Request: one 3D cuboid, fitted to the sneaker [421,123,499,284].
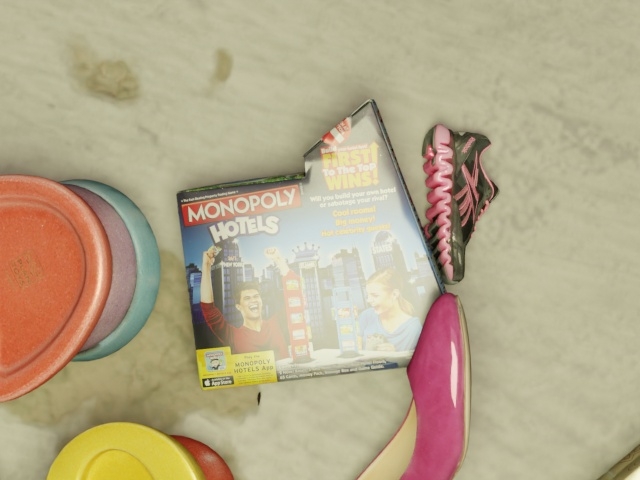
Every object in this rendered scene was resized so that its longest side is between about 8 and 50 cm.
[{"bbox_3d":[0.107,-0.027,1.459,0.057,0.047,0.119,1,85,-17],"label":"sneaker"}]

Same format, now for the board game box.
[{"bbox_3d":[0.000,0.000,1.422,0.194,0.060,0.194,-6,92,4],"label":"board game box"}]

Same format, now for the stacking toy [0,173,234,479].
[{"bbox_3d":[-0.211,0.120,1.404,0.279,0.130,0.309,-21,82,19],"label":"stacking toy"}]

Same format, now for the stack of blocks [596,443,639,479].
[{"bbox_3d":[0.212,0.271,1.387,0.297,0.087,0.171,-40,88,1],"label":"stack of blocks"}]

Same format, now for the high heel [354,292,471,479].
[{"bbox_3d":[0.042,0.147,1.378,0.117,0.082,0.244,5,116,2],"label":"high heel"}]
